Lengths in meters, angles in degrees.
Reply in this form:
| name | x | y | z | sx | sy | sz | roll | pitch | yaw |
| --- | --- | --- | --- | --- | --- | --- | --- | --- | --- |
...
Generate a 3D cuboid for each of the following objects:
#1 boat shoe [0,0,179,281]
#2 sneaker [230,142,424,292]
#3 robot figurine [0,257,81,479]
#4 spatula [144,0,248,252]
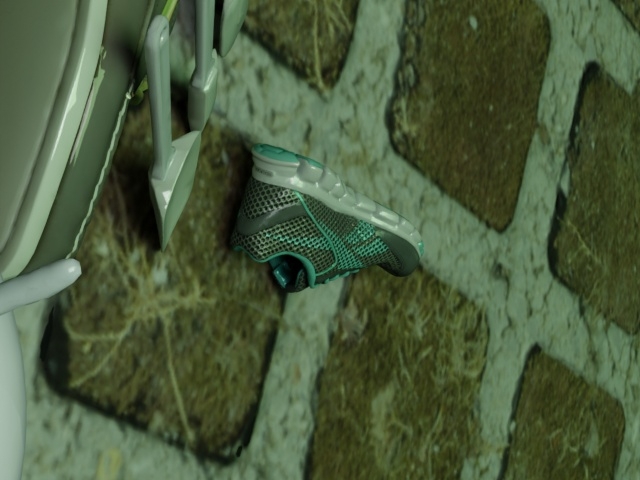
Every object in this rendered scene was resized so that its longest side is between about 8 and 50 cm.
| name | x | y | z | sx | sy | sz | roll | pitch | yaw |
| --- | --- | --- | --- | --- | --- | --- | --- | --- | --- |
| boat shoe | -0.113 | -0.117 | 0.785 | 0.091 | 0.109 | 0.305 | 24 | 69 | -47 |
| sneaker | 0.000 | 0.000 | 0.998 | 0.166 | 0.065 | 0.076 | 29 | 85 | -47 |
| robot figurine | -0.222 | 0.044 | 0.433 | 0.200 | 0.353 | 0.300 | 47 | 56 | -44 |
| spatula | -0.058 | -0.102 | 0.825 | 0.242 | 0.019 | 0.168 | 105 | 6 | -70 |
